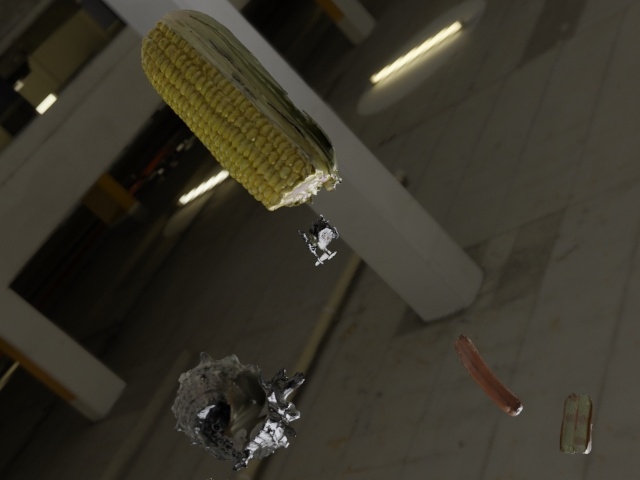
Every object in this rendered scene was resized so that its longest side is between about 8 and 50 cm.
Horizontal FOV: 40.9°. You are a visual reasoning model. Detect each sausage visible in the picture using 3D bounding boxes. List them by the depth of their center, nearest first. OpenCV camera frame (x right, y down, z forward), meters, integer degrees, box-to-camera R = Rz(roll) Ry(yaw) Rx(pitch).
[{"bbox_3d":[0.308,0.250,1.587,0.047,0.176,0.040,-40,176,-17],"label":"sausage"}]

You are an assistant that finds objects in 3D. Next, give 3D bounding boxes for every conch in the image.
[{"bbox_3d":[-0.160,0.317,1.659,0.313,0.240,0.186,-15,-165,48],"label":"conch"}]

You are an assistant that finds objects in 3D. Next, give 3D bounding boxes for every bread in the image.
[{"bbox_3d":[0.371,0.278,1.243,0.043,0.062,0.109,2,-139,21],"label":"bread"}]

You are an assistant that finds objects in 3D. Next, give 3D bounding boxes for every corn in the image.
[{"bbox_3d":[-0.103,-0.161,1.082,0.123,0.305,0.122,-40,171,-2],"label":"corn"}]

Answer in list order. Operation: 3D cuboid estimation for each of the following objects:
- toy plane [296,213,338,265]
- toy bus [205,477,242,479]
[{"bbox_3d":[0.000,0.000,1.236,0.049,0.031,0.120,-43,154,-8],"label":"toy plane"},{"bbox_3d":[0.003,0.237,0.276,0.139,0.157,0.289,91,2,-49],"label":"toy bus"}]
